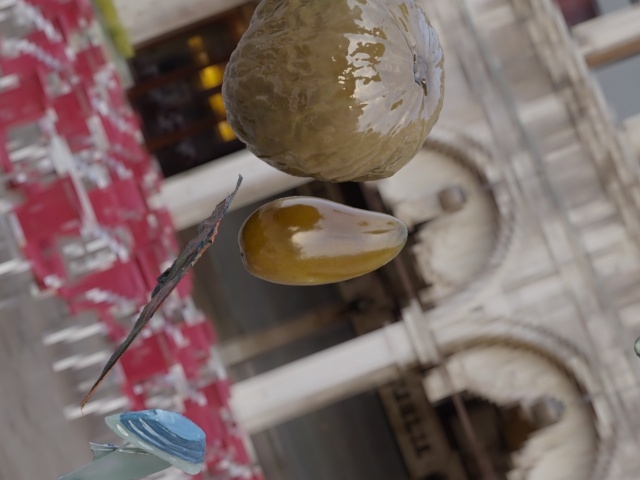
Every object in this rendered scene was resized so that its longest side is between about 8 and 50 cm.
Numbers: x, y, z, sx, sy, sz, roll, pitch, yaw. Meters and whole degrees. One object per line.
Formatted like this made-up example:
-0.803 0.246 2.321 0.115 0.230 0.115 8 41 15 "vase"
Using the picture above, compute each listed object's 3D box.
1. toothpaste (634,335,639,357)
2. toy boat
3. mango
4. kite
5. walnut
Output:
0.409 0.122 2.125 0.029 0.048 0.197 46 21 23 "toothpaste"
-0.155 0.191 1.541 0.149 0.105 0.034 -55 -151 41 "toy boat"
0.000 0.000 1.921 0.102 0.184 0.085 110 -32 -43 "mango"
-0.142 0.035 1.822 0.016 0.321 0.234 36 -25 -9 "kite"
0.012 -0.161 1.800 0.228 0.228 0.228 159 -90 -88 "walnut"
